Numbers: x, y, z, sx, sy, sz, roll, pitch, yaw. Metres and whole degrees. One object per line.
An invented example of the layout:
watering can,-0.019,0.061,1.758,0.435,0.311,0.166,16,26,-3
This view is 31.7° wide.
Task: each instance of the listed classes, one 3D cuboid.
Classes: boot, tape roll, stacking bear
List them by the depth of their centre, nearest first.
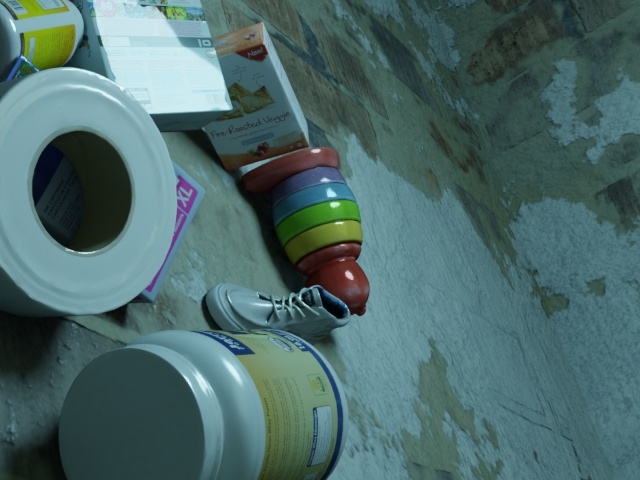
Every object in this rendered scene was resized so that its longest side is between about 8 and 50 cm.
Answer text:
tape roll,-0.303,-0.052,1.298,0.286,0.100,0.286,5,83,-49
boot,-0.058,0.101,1.744,0.258,0.123,0.095,23,42,-55
stacking bear,0.000,0.000,1.963,0.175,0.164,0.289,11,57,-61

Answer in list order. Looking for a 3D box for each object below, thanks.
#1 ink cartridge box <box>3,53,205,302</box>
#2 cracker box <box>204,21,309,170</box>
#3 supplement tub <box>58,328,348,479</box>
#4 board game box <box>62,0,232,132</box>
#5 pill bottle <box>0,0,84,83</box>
ink cartridge box,-0.294,-0.075,1.434,0.311,0.065,0.186,42,59,-36
cracker box,-0.128,-0.236,1.882,0.067,0.155,0.232,-95,165,-46
supplement tub,-0.129,0.217,1.318,0.316,0.228,0.228,8,55,-63
board game box,-0.280,-0.316,1.680,0.224,0.097,0.303,-9,81,-48
pill bottle,-0.400,-0.274,1.490,0.117,0.117,0.215,58,23,-4
